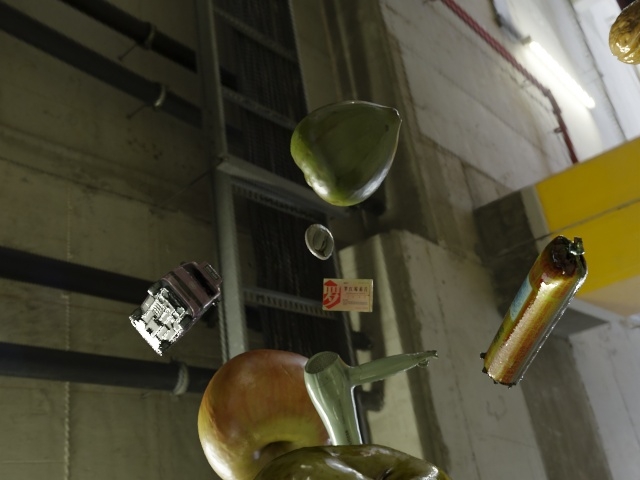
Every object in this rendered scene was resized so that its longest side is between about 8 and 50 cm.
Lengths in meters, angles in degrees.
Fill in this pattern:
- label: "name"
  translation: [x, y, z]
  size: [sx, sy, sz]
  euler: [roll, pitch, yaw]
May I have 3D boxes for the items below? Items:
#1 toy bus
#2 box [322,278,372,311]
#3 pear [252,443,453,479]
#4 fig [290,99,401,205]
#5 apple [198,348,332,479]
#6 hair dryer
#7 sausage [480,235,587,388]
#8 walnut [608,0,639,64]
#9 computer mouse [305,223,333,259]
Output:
- label: "toy bus"
  translation: [-0.256, 0.119, 1.171]
  size: [0.096, 0.199, 0.108]
  euler: [49, -134, 3]
- label: "box"
  translation: [0.048, 0.097, 1.168]
  size: [0.015, 0.093, 0.058]
  euler: [15, -105, -62]
- label: "pear"
  translation: [0.035, 0.390, 0.749]
  size: [0.304, 0.304, 0.304]
  euler: [31, -134, -38]
- label: "fig"
  translation: [0.061, -0.185, 1.282]
  size: [0.203, 0.225, 0.203]
  euler: [53, -174, -8]
- label: "apple"
  translation: [-0.106, 0.353, 1.316]
  size: [0.286, 0.286, 0.233]
  euler: [40, -172, -30]
- label: "hair dryer"
  translation: [0.103, 0.256, 1.116]
  size: [0.237, 0.075, 0.206]
  euler: [-23, -71, -13]
- label: "sausage"
  translation: [0.319, 0.108, 0.985]
  size: [0.082, 0.371, 0.082]
  euler: [2, -127, -2]
- label: "walnut"
  translation: [0.594, -0.388, 1.215]
  size: [0.105, 0.124, 0.105]
  euler: [25, -154, -13]
- label: "computer mouse"
  translation: [0.002, -0.002, 1.386]
  size: [0.066, 0.039, 0.096]
  euler: [36, -158, -21]
